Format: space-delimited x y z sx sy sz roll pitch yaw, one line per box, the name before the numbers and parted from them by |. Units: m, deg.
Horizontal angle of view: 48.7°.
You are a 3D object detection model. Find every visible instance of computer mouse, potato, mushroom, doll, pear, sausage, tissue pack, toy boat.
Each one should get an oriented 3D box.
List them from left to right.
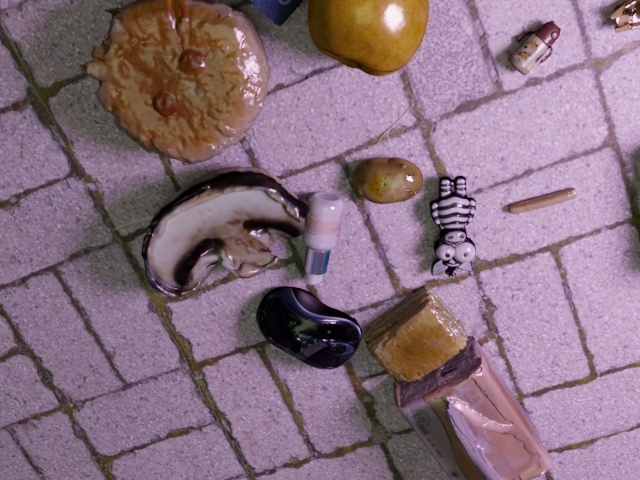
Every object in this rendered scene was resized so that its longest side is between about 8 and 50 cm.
mushroom | -0.195 -0.023 1.413 0.344 0.130 0.247 -36 122 18
computer mouse | -0.025 0.189 1.498 0.233 0.096 0.137 22 112 -4
pear | 0.084 -0.390 1.192 0.209 0.209 0.208 1 113 3
potato | 0.131 -0.116 1.373 0.138 0.070 0.091 -3 111 5
doll | 0.264 -0.021 1.406 0.091 0.067 0.219 -4 114 1
tissue pack | 0.322 0.405 1.495 0.239 0.238 0.305 -30 107 15
sausage | 0.437 -0.076 1.393 0.133 0.024 0.024 -16 111 10
toy boat | 0.603 -0.410 1.216 0.206 0.072 0.064 -20 108 11

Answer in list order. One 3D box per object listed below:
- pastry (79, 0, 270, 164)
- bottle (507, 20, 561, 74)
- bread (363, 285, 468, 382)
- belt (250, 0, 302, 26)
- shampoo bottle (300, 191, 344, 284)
pastry | -0.249 -0.294 1.289 0.330 0.136 0.329 1 112 2
bottle | 0.386 -0.350 1.270 0.063 0.047 0.101 42 108 -2
bread | 0.197 0.207 1.487 0.196 0.102 0.138 -36 103 18
belt | -0.109 -0.486 1.207 0.218 0.122 0.128 43 106 -12
shampoo bottle | 0.000 0.000 1.428 0.074 0.074 0.191 9 112 0
